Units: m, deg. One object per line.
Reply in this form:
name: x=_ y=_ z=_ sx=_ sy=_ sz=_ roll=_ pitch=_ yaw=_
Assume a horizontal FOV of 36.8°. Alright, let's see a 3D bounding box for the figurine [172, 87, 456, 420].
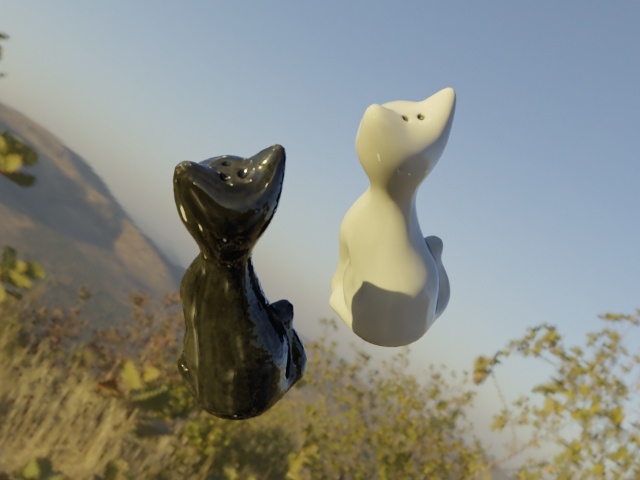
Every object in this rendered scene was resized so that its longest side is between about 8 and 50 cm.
figurine: x=0.000 y=0.000 z=0.660 sx=0.092 sy=0.215 sz=0.209 roll=49 pitch=-29 yaw=38
